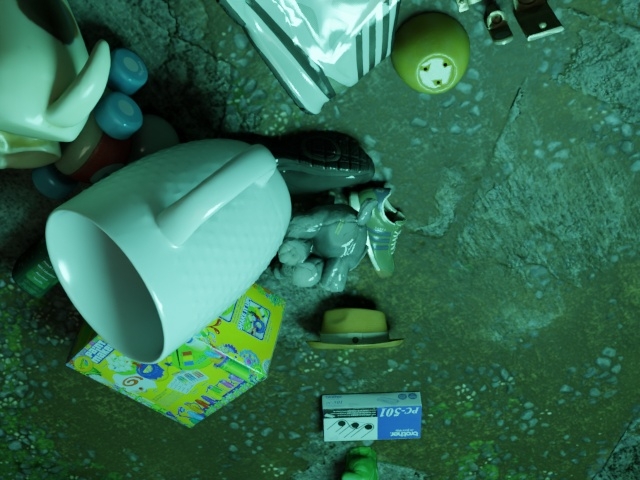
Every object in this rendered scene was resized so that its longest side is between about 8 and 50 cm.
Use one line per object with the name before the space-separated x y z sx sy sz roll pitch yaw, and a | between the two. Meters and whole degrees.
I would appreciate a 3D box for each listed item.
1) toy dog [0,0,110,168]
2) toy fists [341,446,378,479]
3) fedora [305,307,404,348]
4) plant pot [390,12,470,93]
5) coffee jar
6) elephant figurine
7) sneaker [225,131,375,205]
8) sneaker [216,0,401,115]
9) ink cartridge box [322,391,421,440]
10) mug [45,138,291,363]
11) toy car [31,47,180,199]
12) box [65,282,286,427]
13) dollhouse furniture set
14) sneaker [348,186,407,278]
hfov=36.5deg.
toy dog | -0.466 -0.342 1.406 0.284 0.408 0.395 9 168 -44
toy fists | 0.077 0.594 2.138 0.096 0.142 0.279 3 122 -3
fedora | 0.066 0.169 1.882 0.194 0.194 0.079 -1 86 0
plant pot | 0.186 -0.294 1.598 0.134 0.095 0.134 -1 123 -1
coffee jar | -0.478 0.018 1.785 0.184 0.096 0.079 -38 115 22
elephant figurine | 0.000 0.000 1.747 0.186 0.239 0.169 4 93 0
sneaker | -0.046 -0.115 1.716 0.286 0.109 0.130 2 130 8
sneaker | -0.037 -0.428 1.494 0.257 0.169 0.447 -34 126 9
ink cartridge box | 0.108 0.373 2.054 0.207 0.046 0.097 -2 124 0
mug | -0.193 -0.028 1.486 0.276 0.328 0.374 52 145 1
toy car | -0.317 -0.155 1.629 0.238 0.210 0.219 30 129 -33
box | -0.267 0.171 1.787 0.279 0.177 0.290 32 138 -20
dollhouse furniture set | 0.283 -0.395 1.517 0.144 0.123 0.151 -16 122 9
sneaker | 0.122 -0.017 1.791 0.086 0.064 0.192 -16 119 15
